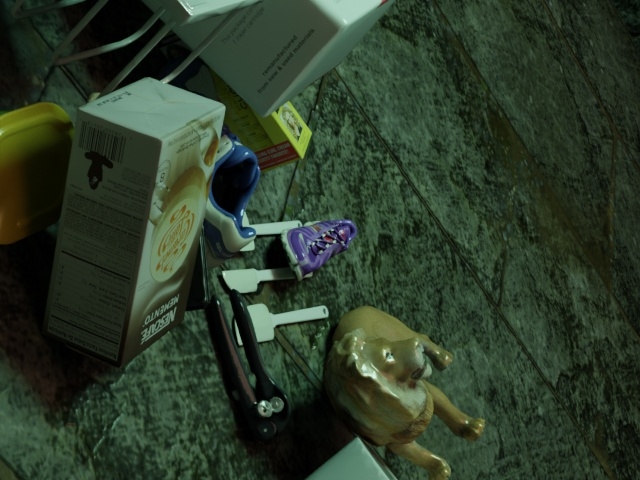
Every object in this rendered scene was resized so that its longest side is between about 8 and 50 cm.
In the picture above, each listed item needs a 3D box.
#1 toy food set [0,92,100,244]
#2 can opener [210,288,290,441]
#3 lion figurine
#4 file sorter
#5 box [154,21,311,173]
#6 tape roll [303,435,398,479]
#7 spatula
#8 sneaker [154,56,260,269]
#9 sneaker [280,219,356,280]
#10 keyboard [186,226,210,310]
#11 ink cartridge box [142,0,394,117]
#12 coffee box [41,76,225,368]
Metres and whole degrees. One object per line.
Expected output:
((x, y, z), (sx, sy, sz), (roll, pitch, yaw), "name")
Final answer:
((-0.304, -0.074, 1.483), (0.218, 0.071, 0.128), (-30, 124, -60), "toy food set")
((-0.087, 0.148, 1.761), (0.059, 0.073, 0.186), (-24, 92, -24), "can opener")
((0.079, 0.168, 1.929), (0.240, 0.142, 0.392), (39, 2, -16), "lion figurine")
((-0.228, -0.292, 1.537), (0.278, 0.173, 0.193), (49, 28, 3), "file sorter")
((-0.108, -0.191, 1.886), (0.232, 0.087, 0.058), (55, 34, -31), "box")
((0.095, 0.368, 1.748), (0.286, 0.100, 0.286), (50, -2, 3), "tape roll")
((-0.061, 0.039, 1.903), (0.242, 0.019, 0.168), (-6, 78, -62), "spatula")
((-0.124, -0.096, 1.749), (0.112, 0.131, 0.296), (33, 45, -48), "sneaker")
((0.000, 0.000, 1.957), (0.068, 0.071, 0.170), (68, 24, -9), "sneaker")
((-0.179, -0.010, 1.652), (0.038, 0.100, 0.192), (112, -27, -69), "keyboard")
((-0.110, -0.360, 1.761), (0.384, 0.160, 0.279), (44, 29, 0), "ink cartridge box")
((-0.185, -0.019, 1.484), (0.141, 0.098, 0.247), (-39, 146, -60), "coffee box")
